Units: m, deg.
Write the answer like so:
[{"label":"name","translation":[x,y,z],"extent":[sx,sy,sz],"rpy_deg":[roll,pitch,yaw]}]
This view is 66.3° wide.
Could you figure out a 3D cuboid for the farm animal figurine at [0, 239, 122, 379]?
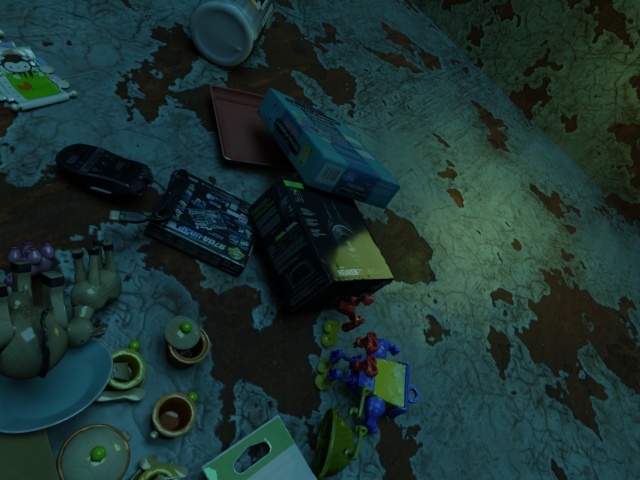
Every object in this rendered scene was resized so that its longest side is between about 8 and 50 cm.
[{"label":"farm animal figurine","translation":[-0.444,0.114,0.725],"extent":[0.330,0.327,0.172],"rpy_deg":[-7,104,-34]}]

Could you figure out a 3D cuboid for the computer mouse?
[{"label":"computer mouse","translation":[-0.407,-0.098,0.982],"extent":[0.262,0.060,0.184],"rpy_deg":[14,43,-11]}]

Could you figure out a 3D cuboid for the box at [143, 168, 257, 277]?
[{"label":"box","translation":[-0.245,-0.040,1.073],"extent":[0.220,0.051,0.175],"rpy_deg":[26,47,-15]}]

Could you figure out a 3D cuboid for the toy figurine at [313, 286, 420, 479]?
[{"label":"toy figurine","translation":[0.126,0.300,0.978],"extent":[0.217,0.191,0.362],"rpy_deg":[27,48,-21]}]

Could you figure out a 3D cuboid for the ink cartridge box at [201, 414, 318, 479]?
[{"label":"ink cartridge box","translation":[-0.078,0.444,0.821],"extent":[0.171,0.056,0.235],"rpy_deg":[-22,68,-42]}]

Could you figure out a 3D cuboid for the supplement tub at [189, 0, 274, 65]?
[{"label":"supplement tub","translation":[-0.247,-0.674,1.443],"extent":[0.193,0.193,0.316],"rpy_deg":[25,47,-15]}]

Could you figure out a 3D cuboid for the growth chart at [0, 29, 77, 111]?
[{"label":"growth chart","translation":[-0.671,-0.371,1.064],"extent":[0.237,0.021,0.172],"rpy_deg":[41,44,-1]}]

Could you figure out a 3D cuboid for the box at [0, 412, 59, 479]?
[{"label":"box","translation":[-0.457,0.304,0.627],"extent":[0.201,0.021,0.164],"rpy_deg":[-14,30,-33]}]

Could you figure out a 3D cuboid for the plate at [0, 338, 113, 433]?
[{"label":"plate","translation":[-0.412,0.217,0.744],"extent":[0.188,0.024,0.188],"rpy_deg":[0,33,0]}]

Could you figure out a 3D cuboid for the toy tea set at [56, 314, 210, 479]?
[{"label":"toy tea set","translation":[-0.277,0.261,0.778],"extent":[0.200,0.124,0.336],"rpy_deg":[19,49,-20]}]

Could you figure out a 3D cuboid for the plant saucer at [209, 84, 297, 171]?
[{"label":"plant saucer","translation":[-0.163,-0.288,1.315],"extent":[0.258,0.048,0.259],"rpy_deg":[3,57,-32]}]

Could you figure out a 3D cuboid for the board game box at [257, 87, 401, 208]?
[{"label":"board game box","translation":[0.015,-0.230,1.224],"extent":[0.254,0.079,0.336],"rpy_deg":[13,32,-39]}]

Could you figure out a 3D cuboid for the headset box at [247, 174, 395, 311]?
[{"label":"headset box","translation":[0.000,0.000,1.110],"extent":[0.246,0.131,0.283],"rpy_deg":[4,54,-50]}]
